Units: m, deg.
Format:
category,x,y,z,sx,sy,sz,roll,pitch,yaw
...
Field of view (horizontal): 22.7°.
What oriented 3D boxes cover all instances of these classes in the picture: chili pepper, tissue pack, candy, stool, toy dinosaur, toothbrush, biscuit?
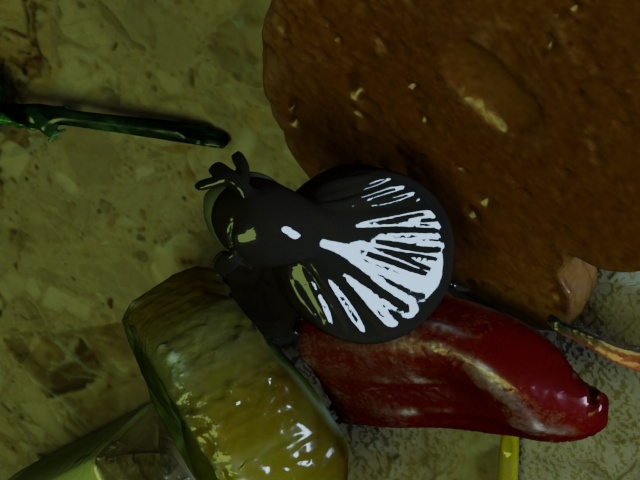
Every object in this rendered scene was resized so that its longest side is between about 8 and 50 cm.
category,x,y,z,sx,sy,sz,roll,pitch,yaw
chili pepper,0.103,0.089,1.224,0.252,0.136,0.144,8,108,39
tissue pack,-0.211,0.278,1.575,0.234,0.125,0.159,-28,100,41
candy,-0.228,-0.104,1.386,0.323,0.097,0.097,9,123,21
stool,0.000,0.000,1.137,0.121,0.217,0.125,23,97,68
toy dinosaur,0.299,0.097,1.140,0.279,0.055,0.101,8,164,0
toothbrush,0.157,0.174,1.327,0.021,0.024,0.288,15,125,24
biscuit,0.116,-0.110,1.071,0.350,0.078,0.455,38,151,-6
candy,-0.071,0.143,1.336,0.260,0.118,0.260,58,168,21
